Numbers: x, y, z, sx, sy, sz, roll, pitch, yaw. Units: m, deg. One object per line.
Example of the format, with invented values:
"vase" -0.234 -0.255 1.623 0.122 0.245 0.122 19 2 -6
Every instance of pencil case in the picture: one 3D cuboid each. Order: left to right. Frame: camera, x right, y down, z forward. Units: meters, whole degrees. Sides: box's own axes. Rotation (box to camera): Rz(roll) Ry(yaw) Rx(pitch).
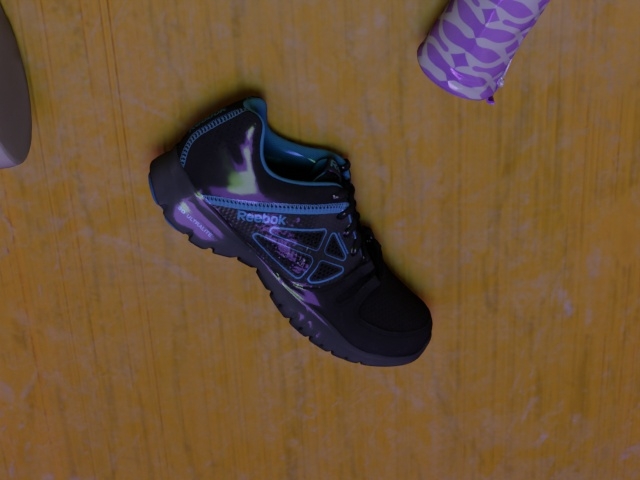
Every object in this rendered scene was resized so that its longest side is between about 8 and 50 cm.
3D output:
"pencil case" 0.167 -0.213 1.576 0.088 0.086 0.206 30 123 -6

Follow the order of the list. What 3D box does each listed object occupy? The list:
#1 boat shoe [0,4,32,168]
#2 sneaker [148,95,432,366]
"boat shoe" -0.386 -0.203 1.580 0.158 0.127 0.340 -12 119 17
"sneaker" 0.000 0.000 1.718 0.341 0.125 0.139 37 115 -27
